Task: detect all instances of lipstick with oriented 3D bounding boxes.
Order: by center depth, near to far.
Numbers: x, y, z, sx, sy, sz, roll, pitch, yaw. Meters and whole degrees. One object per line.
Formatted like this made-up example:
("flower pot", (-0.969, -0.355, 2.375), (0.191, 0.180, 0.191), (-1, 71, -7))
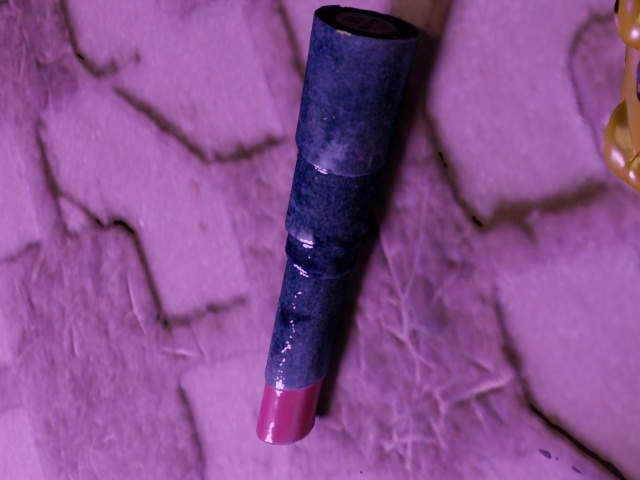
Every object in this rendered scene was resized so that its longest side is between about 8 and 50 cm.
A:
("lipstick", (0.000, 0.000, 0.964), (0.053, 0.053, 0.234), (33, 119, 46))

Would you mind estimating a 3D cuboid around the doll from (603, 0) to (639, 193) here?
("doll", (0.175, -0.077, 0.701), (0.143, 0.135, 0.221), (-95, 16, -61))
